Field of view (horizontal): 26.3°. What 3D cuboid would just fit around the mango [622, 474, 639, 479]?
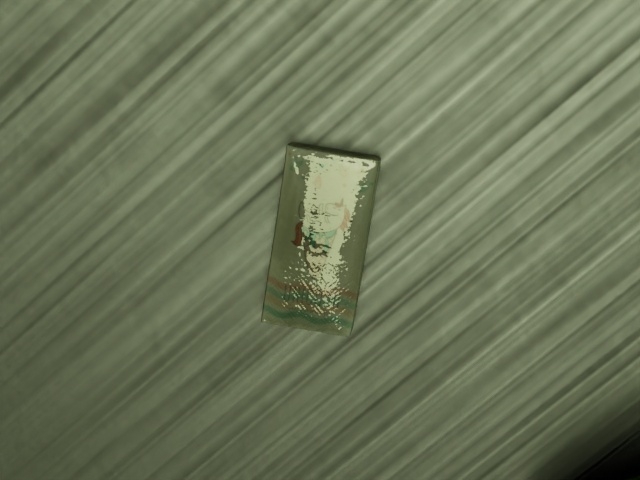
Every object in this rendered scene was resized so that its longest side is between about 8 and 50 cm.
[{"bbox_3d":[0.305,0.176,0.735,0.381,0.201,0.225,-7,127,16],"label":"mango"}]

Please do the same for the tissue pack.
[{"bbox_3d":[0.000,0.000,0.791,0.056,0.023,0.108,8,105,1],"label":"tissue pack"}]
